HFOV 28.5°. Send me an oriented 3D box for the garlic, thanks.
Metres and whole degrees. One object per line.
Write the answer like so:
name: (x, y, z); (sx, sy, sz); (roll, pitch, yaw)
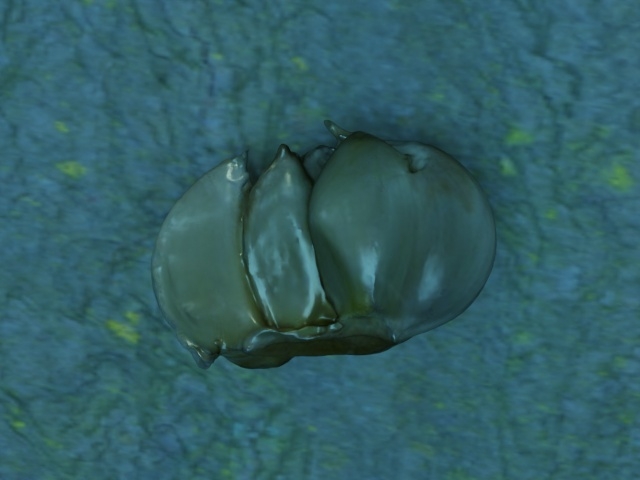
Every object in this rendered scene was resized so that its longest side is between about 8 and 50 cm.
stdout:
garlic: (0.012, 0.001, 1.069); (0.281, 0.185, 0.203); (-14, 76, 28)
